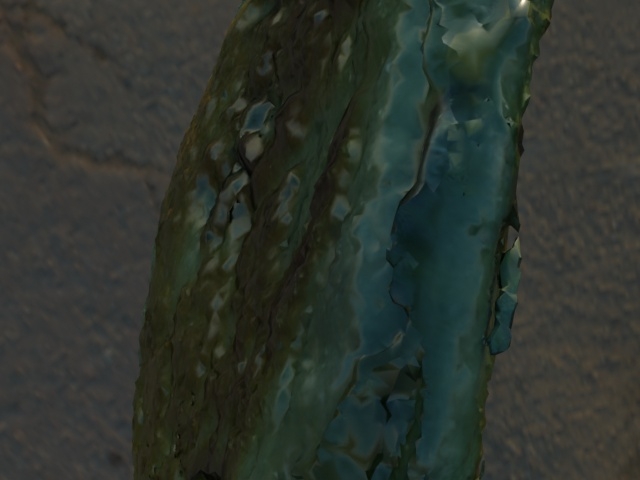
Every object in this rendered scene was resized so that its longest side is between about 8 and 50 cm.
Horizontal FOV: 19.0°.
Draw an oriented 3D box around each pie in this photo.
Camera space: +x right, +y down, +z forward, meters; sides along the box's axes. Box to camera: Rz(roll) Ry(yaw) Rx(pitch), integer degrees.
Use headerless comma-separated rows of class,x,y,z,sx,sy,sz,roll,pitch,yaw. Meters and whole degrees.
pie,0.001,-0.008,0.616,0.067,0.302,0.302,13,61,-16
